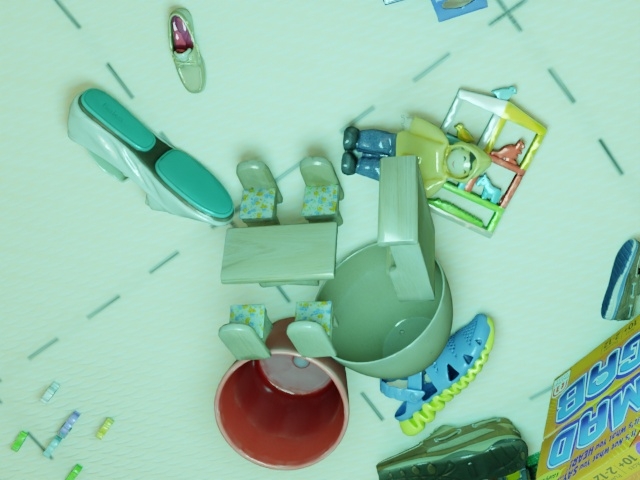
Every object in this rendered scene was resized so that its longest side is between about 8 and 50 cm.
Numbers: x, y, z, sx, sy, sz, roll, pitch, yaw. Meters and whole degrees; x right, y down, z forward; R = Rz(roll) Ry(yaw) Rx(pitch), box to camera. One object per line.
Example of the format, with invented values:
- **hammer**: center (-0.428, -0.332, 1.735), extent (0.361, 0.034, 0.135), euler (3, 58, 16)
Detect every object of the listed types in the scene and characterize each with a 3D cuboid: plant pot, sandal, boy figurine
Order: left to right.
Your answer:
- **plant pot**: center (-0.061, 0.294, 1.905), extent (0.275, 0.243, 0.275), euler (3, 110, 8)
- **plant pot**: center (0.152, 0.167, 1.860), extent (0.284, 0.284, 0.191), euler (-27, 135, 13)
- **boy figurine**: center (0.186, -0.152, 1.795), extent (0.285, 0.092, 0.177), euler (10, 98, 18)
- **sandal**: center (0.239, 0.268, 1.938), extent (0.138, 0.126, 0.317), euler (40, 106, -2)

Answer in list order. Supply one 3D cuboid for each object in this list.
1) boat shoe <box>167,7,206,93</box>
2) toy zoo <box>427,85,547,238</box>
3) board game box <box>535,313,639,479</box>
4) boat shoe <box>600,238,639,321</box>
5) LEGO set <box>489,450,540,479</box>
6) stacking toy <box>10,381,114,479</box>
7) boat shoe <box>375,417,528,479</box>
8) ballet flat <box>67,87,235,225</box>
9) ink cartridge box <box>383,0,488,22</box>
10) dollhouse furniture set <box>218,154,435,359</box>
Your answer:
- **boat shoe**: center (-0.270, -0.371, 1.821), extent (0.063, 0.059, 0.170), euler (-11, 106, 10)
- **toy zoo**: center (0.318, -0.171, 1.834), extent (0.192, 0.030, 0.293), euler (25, 108, -1)
- **board game box**: center (0.671, 0.395, 1.747), extent (0.356, 0.356, 0.356), euler (34, 131, -5)
- **boat shoe**: center (0.626, 0.081, 1.868), extent (0.066, 0.066, 0.183), euler (10, 118, -2)
- **LEGO set**: center (0.459, 0.609, 1.980), extent (0.331, 0.192, 0.255), euler (-21, 104, 12)
- **stacking toy**: center (-0.597, 0.450, 2.120), extent (0.167, 0.052, 0.221), euler (35, 108, -5)
- **boat shoe**: center (0.281, 0.466, 1.995), extent (0.324, 0.120, 0.122), euler (-13, 124, 3)
- **ballet flat**: center (-0.351, -0.146, 1.879), extent (0.400, 0.139, 0.139), euler (39, 107, -2)
- **ink cartridge box**: center (0.201, -0.594, 1.651), extent (0.270, 0.151, 0.395), euler (-16, 104, 12)
- **dollhouse furniture set**: center (0.000, 0.000, 1.696), extent (0.394, 0.362, 0.256), euler (-3, 150, 13)
